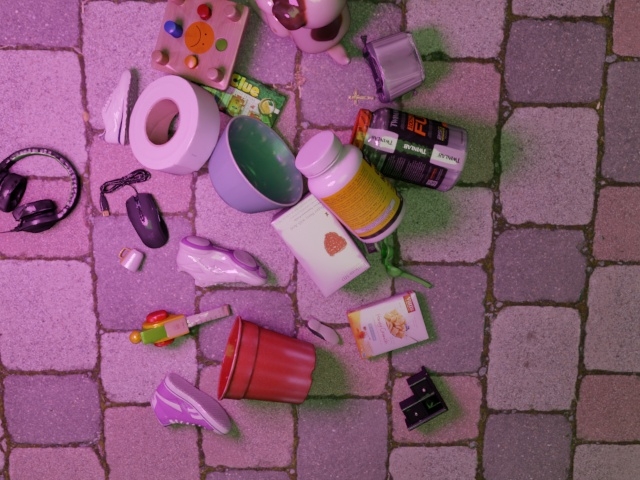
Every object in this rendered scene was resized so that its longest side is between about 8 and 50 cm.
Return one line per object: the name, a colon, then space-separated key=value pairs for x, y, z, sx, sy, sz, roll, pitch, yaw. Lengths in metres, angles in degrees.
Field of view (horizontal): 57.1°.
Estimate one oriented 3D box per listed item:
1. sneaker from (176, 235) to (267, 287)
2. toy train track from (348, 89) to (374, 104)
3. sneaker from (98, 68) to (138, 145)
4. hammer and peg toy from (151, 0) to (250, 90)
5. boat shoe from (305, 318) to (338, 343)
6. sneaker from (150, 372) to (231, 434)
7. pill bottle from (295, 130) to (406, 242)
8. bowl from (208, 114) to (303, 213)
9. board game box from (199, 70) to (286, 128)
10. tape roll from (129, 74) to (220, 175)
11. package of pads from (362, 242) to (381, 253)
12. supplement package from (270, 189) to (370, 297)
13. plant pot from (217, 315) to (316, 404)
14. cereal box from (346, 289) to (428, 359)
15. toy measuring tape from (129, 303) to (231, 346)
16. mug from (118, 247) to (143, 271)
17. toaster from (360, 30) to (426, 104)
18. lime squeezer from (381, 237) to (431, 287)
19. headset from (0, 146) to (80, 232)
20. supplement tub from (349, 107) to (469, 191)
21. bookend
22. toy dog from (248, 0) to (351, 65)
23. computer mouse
sneaker: x=-0.323 y=0.094 z=1.914 sx=0.305 sy=0.114 sz=0.152 roll=22 pitch=112 yaw=-1
toy train track: x=0.130 y=-0.455 z=1.870 sx=0.083 sy=0.014 sz=0.048 roll=2 pitch=100 yaw=-3
sneaker: x=-0.626 y=-0.415 z=1.815 sx=0.095 sy=0.090 sz=0.235 roll=13 pitch=98 yaw=5
hammer and peg toy: x=-0.347 y=-0.653 z=1.742 sx=0.266 sy=0.127 sz=0.361 roll=18 pitch=99 yaw=9
boat shoe: x=0.004 y=0.311 z=1.985 sx=0.125 sy=0.038 sz=0.046 roll=33 pitch=55 yaw=-13
sneaker: x=-0.444 y=0.592 z=1.992 sx=0.282 sy=0.102 sz=0.161 roll=38 pitch=100 yaw=3
pill bottle: x=0.087 y=-0.157 z=1.715 sx=0.188 sy=0.188 sz=0.334 roll=-44 pitch=121 yaw=5
bowl: x=-0.216 y=-0.203 z=1.779 sx=0.163 sy=0.311 sz=0.311 roll=-32 pitch=101 yaw=30
board game box: x=-0.252 y=-0.449 z=1.849 sx=0.260 sy=0.030 sz=0.136 roll=25 pitch=96 yaw=-6
tape roll: x=-0.436 y=-0.338 z=1.750 sx=0.286 sy=0.100 sz=0.286 roll=-4 pitch=81 yaw=30
package of pads: x=0.162 y=0.001 z=1.937 sx=0.050 sy=0.032 sz=0.083 roll=-19 pitch=101 yaw=20
supplement package: x=0.000 y=0.000 z=1.861 sx=0.178 sy=0.175 sz=0.293 roll=-36 pitch=99 yaw=4
plant pot: x=-0.169 y=0.404 z=1.896 sx=0.265 sy=0.272 sz=0.272 roll=15 pitch=99 yaw=-13
cereal box: x=0.226 y=0.284 z=1.983 sx=0.240 sy=0.047 sz=0.172 roll=-19 pitch=100 yaw=1
toy measuring tape: x=-0.467 y=0.269 z=1.946 sx=0.330 sy=0.121 sz=0.121 roll=-17 pitch=101 yaw=-22
mug: x=-0.614 y=0.056 z=1.907 sx=0.078 sy=0.062 sz=0.064 roll=32 pitch=89 yaw=-14
toaster: x=0.225 y=-0.542 z=1.803 sx=0.147 sy=0.129 sz=0.226 roll=-22 pitch=98 yaw=-2
lime squeezer: x=0.250 y=0.050 z=1.941 sx=0.110 sy=0.059 sz=0.310 roll=-30 pitch=99 yaw=3
headset: x=-0.928 y=-0.112 z=1.802 sx=0.243 sy=0.185 sz=0.394 roll=42 pitch=84 yaw=-8
supplement tub: x=0.264 y=-0.285 z=1.807 sx=0.338 sy=0.207 sz=0.207 roll=14 pitch=99 yaw=-5
bookend: x=0.330 y=0.542 z=2.020 sx=0.156 sy=0.072 sz=0.157 roll=-29 pitch=99 yaw=3
toy dog: x=-0.045 y=-0.665 z=1.627 sx=0.285 sy=0.408 sz=0.395 roll=-23 pitch=100 yaw=2
computer mouse: x=-0.607 y=-0.085 z=1.882 sx=0.184 sy=0.060 sz=0.261 roll=-15 pitch=100 yaw=0
